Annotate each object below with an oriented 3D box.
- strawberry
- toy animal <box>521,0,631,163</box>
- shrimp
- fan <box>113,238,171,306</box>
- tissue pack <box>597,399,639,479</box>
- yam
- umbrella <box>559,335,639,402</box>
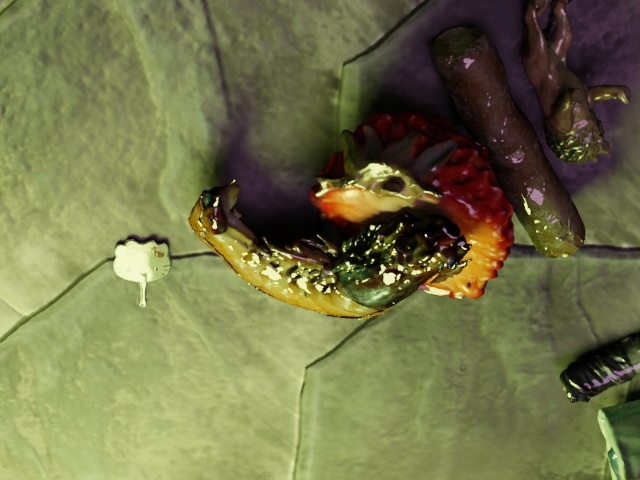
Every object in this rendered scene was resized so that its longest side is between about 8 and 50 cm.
[{"bbox_3d":[0.100,-0.041,1.377,0.190,0.111,0.236,10,155,21],"label":"strawberry"},{"bbox_3d":[0.220,-0.148,1.332,0.069,0.086,0.220,-39,127,-30],"label":"toy animal"},{"bbox_3d":[0.000,0.000,1.336,0.222,0.054,0.290,31,154,-24],"label":"shrimp"},{"bbox_3d":[-0.172,0.032,1.444,0.056,0.004,0.083,0,127,-9],"label":"fan"},{"bbox_3d":[0.518,0.274,1.636,0.388,0.162,0.287,-14,126,2],"label":"tissue pack"},{"bbox_3d":[0.175,-0.087,1.379,0.061,0.061,0.253,-27,124,11],"label":"yam"},{"bbox_3d":[0.341,0.120,1.570,0.188,0.046,0.050,-25,130,3],"label":"umbrella"}]
